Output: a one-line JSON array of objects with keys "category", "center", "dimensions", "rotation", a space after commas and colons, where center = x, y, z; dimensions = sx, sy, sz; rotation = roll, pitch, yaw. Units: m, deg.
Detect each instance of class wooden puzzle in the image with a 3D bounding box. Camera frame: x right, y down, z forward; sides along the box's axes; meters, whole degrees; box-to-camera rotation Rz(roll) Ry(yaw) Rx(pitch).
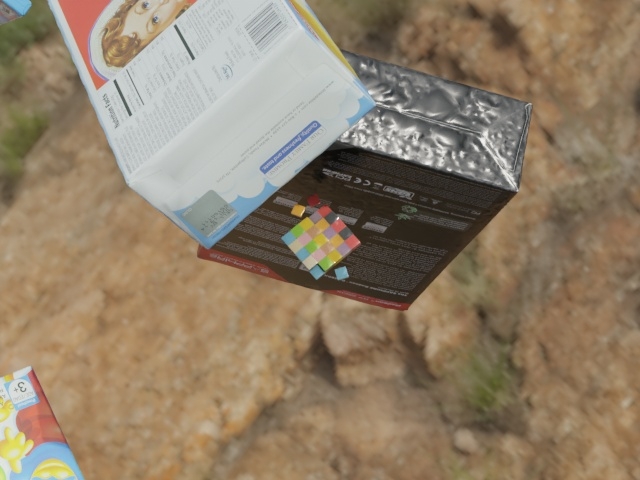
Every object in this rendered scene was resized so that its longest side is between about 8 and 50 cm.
[{"category": "wooden puzzle", "center": [0.000, 0.000, 1.328], "dimensions": [0.049, 0.006, 0.083], "rotation": [-39, 67, -7]}]

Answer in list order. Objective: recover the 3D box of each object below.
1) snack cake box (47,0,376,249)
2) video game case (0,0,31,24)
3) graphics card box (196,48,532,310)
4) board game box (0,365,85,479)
[{"category": "snack cake box", "center": [-0.085, -0.134, 1.088], "dimensions": [0.152, 0.089, 0.264], "rotation": [-41, 40, 10]}, {"category": "video game case", "center": [-0.303, -0.208, 1.229], "dimensions": [0.015, 0.119, 0.166], "rotation": [-59, 25, -16]}, {"category": "graphics card box", "center": [0.026, -0.049, 1.448], "dimensions": [0.371, 0.232, 0.094], "rotation": [122, 162, -69]}, {"category": "board game box", "center": [-0.263, 0.273, 1.333], "dimensions": [0.275, 0.144, 0.142], "rotation": [62, 152, 13]}]
